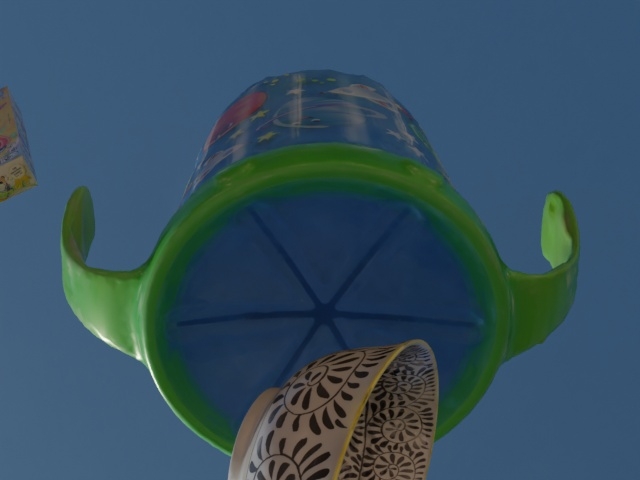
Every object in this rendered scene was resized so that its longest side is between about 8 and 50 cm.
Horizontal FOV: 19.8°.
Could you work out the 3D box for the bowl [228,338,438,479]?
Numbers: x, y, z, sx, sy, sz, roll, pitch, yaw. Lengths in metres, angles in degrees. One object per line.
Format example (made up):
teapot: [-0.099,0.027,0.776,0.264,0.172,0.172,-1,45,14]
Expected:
bowl: [-0.001,0.127,1.019,0.080,0.170,0.170,14,-117,19]

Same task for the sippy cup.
sippy cup: [0.000,0.000,1.229,0.305,0.240,0.224,32,-156,-18]

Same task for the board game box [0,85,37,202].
board game box: [-0.261,-0.055,1.321,0.103,0.026,0.154,-26,-154,-2]
